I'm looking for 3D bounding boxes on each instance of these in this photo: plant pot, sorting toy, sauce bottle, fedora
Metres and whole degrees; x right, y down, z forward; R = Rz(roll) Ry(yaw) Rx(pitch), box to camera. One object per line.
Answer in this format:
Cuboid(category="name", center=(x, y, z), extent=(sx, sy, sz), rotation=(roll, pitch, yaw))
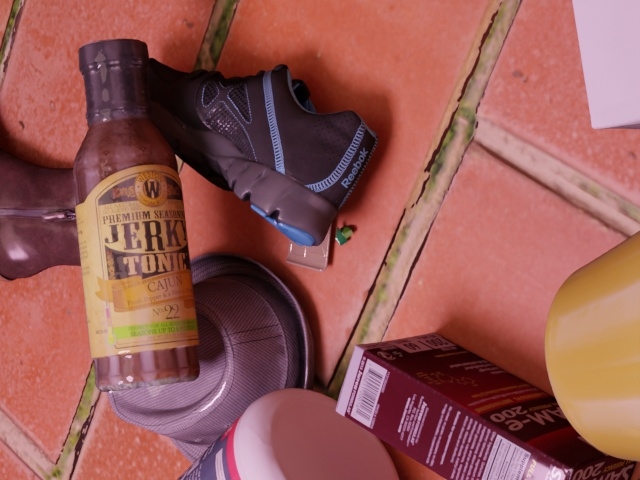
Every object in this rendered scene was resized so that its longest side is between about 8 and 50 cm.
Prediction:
Cuboid(category="plant pot", center=(0.304, 0.070, 1.018), extent=(0.239, 0.254, 0.254), rotation=(-21, 79, 54))
Cuboid(category="sorting toy", center=(0.000, 0.000, 1.405), extent=(0.083, 0.012, 0.062), rotation=(14, 97, 42))
Cuboid(category="sauce bottle", center=(-0.190, -0.025, 1.349), extent=(0.111, 0.111, 0.344), rotation=(-11, 86, 40))
Cuboid(category="fedora", center=(-0.137, 0.137, 1.456), extent=(0.275, 0.124, 0.244), rotation=(-20, 79, 39))

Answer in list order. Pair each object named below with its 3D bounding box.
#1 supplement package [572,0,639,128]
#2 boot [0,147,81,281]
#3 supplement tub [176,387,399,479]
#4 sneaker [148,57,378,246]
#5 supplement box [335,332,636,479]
Cuboid(category="supplement package", center=(0.324, -0.189, 0.957), extent=(0.199, 0.262, 0.198), rotation=(-11, 86, 40))
Cuboid(category="boot", center=(-0.365, -0.076, 1.681), extent=(0.207, 0.090, 0.248), rotation=(-8, 86, 28))
Cuboid(category="supplement tub", center=(-0.065, 0.293, 1.360), extent=(0.272, 0.191, 0.191), rotation=(-47, 64, 31))
Cuboid(category="sneaker", center=(-0.078, -0.121, 1.419), extent=(0.341, 0.125, 0.140), rotation=(35, 87, 36))
Cuboid(category="supplement box", center=(0.147, 0.167, 1.215), extent=(0.239, 0.130, 0.073), rotation=(28, 110, 35))
